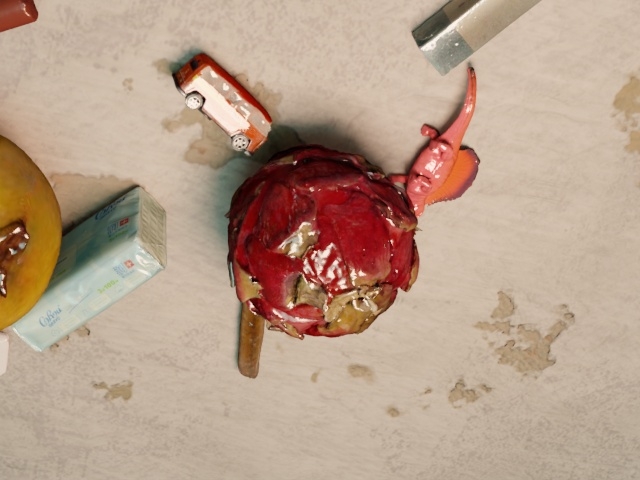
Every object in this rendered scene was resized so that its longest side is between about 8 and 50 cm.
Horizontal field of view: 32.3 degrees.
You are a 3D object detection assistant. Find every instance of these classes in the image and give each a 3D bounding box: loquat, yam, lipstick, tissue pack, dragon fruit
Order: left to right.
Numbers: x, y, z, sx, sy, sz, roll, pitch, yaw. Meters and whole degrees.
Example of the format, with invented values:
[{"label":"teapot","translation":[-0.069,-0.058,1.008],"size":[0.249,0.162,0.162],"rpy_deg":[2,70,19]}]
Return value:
[{"label":"loquat","translation":[-0.561,-0.013,1.653],"size":[0.328,0.360,0.328],"rpy_deg":[-18,114,-46]},{"label":"tissue pack","translation":[-0.373,0.043,1.777],"size":[0.263,0.177,0.089],"rpy_deg":[-31,122,13]},{"label":"yam","translation":[-0.120,0.136,1.953],"size":[0.046,0.046,0.263],"rpy_deg":[2,122,-9]},{"label":"dragon fruit","translation":[0.001,0.002,1.730],"size":[0.329,0.329,0.329],"rpy_deg":[-4,123,-6]},{"label":"lipstick","translation":[0.286,-0.377,1.661],"size":[0.317,0.066,0.068],"rpy_deg":[-37,120,15]}]

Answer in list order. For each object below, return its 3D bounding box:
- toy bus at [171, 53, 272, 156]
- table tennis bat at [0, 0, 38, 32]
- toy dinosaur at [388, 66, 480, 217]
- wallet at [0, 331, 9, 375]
[{"label":"toy bus","translation":[-0.147,-0.210,1.707],"size":[0.077,0.079,0.174],"rpy_deg":[-44,119,9]},{"label":"table tennis bat","translation":[-0.602,-0.278,1.593],"size":[0.415,0.051,0.268],"rpy_deg":[-17,131,10]},{"label":"toy dinosaur","translation":[0.224,-0.141,1.819],"size":[0.139,0.070,0.286],"rpy_deg":[18,116,-30]},{"label":"wallet","translation":[-0.641,0.190,1.923],"size":[0.190,0.033,0.095],"rpy_deg":[6,121,-13]}]
